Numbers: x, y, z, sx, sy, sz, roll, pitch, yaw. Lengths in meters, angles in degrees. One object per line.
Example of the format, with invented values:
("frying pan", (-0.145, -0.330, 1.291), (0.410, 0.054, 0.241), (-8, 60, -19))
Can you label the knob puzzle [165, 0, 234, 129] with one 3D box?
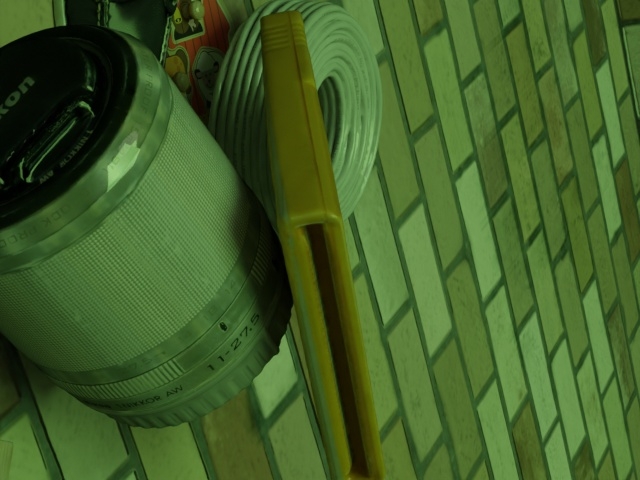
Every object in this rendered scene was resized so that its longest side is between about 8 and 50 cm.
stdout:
("knob puzzle", (-0.128, -0.194, 1.343), (0.213, 0.030, 0.213), (10, 78, -60))

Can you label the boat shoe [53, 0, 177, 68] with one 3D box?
("boat shoe", (-0.165, -0.254, 1.212), (0.114, 0.091, 0.302), (-3, 89, -55))

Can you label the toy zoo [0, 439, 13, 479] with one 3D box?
("toy zoo", (-0.291, 0.186, 0.772), (0.293, 0.030, 0.192), (27, 64, -58))

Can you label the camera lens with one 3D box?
("camera lens", (-0.166, -0.010, 1.057), (0.274, 0.219, 0.219), (55, 42, -44))

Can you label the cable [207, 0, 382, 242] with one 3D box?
("cable", (-0.023, -0.117, 1.424), (0.257, 0.089, 0.257), (72, 35, -46))

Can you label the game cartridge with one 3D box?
("game cartridge", (0.000, 0.000, 1.181), (0.323, 0.053, 0.285), (-96, 176, -53))
